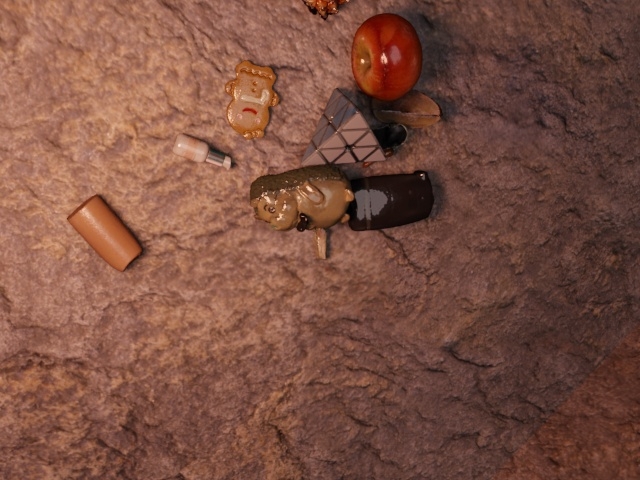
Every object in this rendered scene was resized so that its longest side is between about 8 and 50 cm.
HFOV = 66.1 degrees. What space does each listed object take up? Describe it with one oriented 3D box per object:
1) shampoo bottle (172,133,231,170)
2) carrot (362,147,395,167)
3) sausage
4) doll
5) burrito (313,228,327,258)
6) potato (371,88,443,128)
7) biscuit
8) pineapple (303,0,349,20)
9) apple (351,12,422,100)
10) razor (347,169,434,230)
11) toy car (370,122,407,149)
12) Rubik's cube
[{"bbox_3d":[-0.387,-0.289,1.624,0.192,0.074,0.074,18,99,-20],"label":"shampoo bottle"},{"bbox_3d":[0.217,-0.311,1.833,0.142,0.035,0.035,-27,111,-2],"label":"carrot"},{"bbox_3d":[-0.682,-0.014,1.583,0.123,0.123,0.253,-37,113,-5],"label":"sausage"},{"bbox_3d":[-0.066,-0.138,1.682,0.350,0.247,0.247,2,104,-9],"label":"doll"},{"bbox_3d":[0.000,0.000,1.843,0.055,0.041,0.149,-6,107,-2],"label":"burrito"},{"bbox_3d":[0.303,-0.480,1.798,0.261,0.100,0.120,6,66,-5],"label":"potato"},{"bbox_3d":[-0.234,-0.465,1.646,0.184,0.035,0.248,11,102,-20],"label":"biscuit"},{"bbox_3d":[0.097,-0.828,1.486,0.262,0.272,0.262,-12,106,-46],"label":"pineapple"},{"bbox_3d":[0.227,-0.607,1.638,0.206,0.251,0.271,-16,96,-19],"label":"apple"},{"bbox_3d":[0.261,-0.150,1.846,0.349,0.113,0.204,-10,105,-15],"label":"razor"},{"bbox_3d":[0.216,-0.374,1.794,0.205,0.056,0.095,-14,122,-6],"label":"toy car"},{"bbox_3d":[0.086,-0.368,1.654,0.233,0.229,0.228,-35,134,-47],"label":"Rubik's cube"}]
